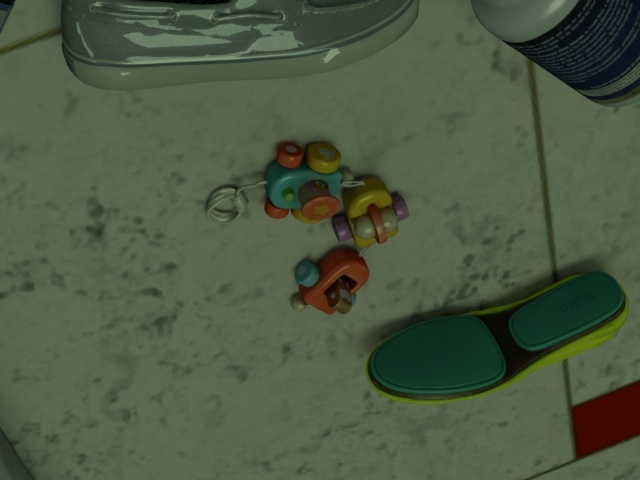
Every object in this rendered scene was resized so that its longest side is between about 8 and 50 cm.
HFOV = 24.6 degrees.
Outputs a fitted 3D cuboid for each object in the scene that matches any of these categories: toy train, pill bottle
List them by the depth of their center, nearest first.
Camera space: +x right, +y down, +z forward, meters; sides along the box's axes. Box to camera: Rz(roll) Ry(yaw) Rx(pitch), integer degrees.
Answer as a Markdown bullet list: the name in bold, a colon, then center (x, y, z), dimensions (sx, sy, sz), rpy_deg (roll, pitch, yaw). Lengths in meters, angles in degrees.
- **pill bottle**: center (0.159, -0.162, 0.965), dimensions (0.169, 0.094, 0.094), rpy_deg (25, 117, -39)
- **toy train**: center (0.000, 0.000, 1.077), dimensions (0.125, 0.046, 0.166), rpy_deg (-39, 134, 13)

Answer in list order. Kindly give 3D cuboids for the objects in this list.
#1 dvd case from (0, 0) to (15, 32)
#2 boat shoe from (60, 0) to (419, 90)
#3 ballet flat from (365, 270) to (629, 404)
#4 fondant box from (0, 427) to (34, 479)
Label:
- **dvd case**: center (-0.315, -0.076, 0.886), dimensions (0.180, 0.022, 0.253), rpy_deg (14, 123, -32)
- **boat shoe**: center (-0.047, -0.149, 0.896), dimensions (0.227, 0.079, 0.081), rpy_deg (-10, 138, -11)
- **ballet flat**: center (0.148, 0.092, 1.213), dimensions (0.230, 0.077, 0.077), rpy_deg (-19, 152, -9)
- **fondant box**: center (-0.367, 0.280, 1.136), dimensions (0.330, 0.096, 0.238), rpy_deg (-21, 135, -3)
